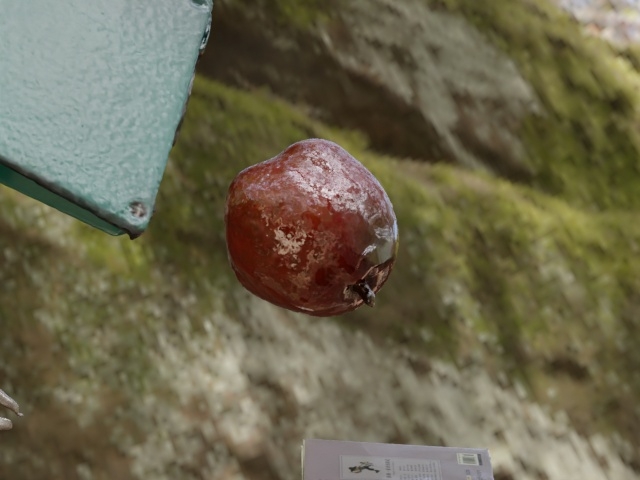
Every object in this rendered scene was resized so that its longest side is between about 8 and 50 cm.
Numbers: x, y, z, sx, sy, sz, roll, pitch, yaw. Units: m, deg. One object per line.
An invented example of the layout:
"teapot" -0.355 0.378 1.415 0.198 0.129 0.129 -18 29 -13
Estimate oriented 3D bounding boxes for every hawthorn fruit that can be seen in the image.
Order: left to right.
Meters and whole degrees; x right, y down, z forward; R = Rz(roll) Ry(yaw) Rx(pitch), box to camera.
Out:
"hawthorn fruit" 0.000 0.000 2.058 0.185 0.202 0.185 -27 -39 -24

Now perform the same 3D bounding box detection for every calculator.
"calculator" -0.213 -0.144 1.551 0.248 0.274 0.058 25 -38 -22

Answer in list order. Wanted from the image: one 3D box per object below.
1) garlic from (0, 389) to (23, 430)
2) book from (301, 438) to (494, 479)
"garlic" -0.373 0.085 1.467 0.292 0.210 0.237 28 -22 -24
"book" 0.072 0.218 1.853 0.182 0.127 0.014 3 -73 -1
